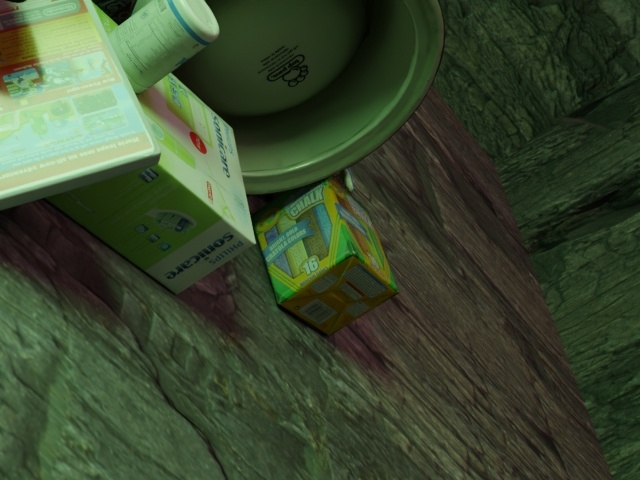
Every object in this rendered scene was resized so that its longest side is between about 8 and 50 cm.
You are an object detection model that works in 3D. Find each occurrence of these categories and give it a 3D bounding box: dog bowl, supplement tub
[{"bbox_3d":[-0.060,-0.249,1.483,0.408,0.408,0.150,36,24,-49],"label":"dog bowl"},{"bbox_3d":[-0.164,-0.208,1.208,0.071,0.107,0.071,49,20,-24],"label":"supplement tub"}]

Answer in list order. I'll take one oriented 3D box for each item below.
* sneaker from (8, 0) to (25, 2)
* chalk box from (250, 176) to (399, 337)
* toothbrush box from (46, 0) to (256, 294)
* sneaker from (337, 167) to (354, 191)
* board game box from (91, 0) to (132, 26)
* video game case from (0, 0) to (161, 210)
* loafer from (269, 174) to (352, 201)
[{"bbox_3d":[-0.361,-0.298,0.950,0.140,0.125,0.341,38,11,35],"label":"sneaker"},{"bbox_3d":[0.000,0.000,1.648,0.132,0.132,0.213,38,25,-47],"label":"chalk box"},{"bbox_3d":[-0.213,-0.107,1.287,0.283,0.122,0.206,43,22,-40],"label":"toothbrush box"},{"bbox_3d":[-0.002,-0.146,1.988,0.211,0.080,0.081,33,26,-49],"label":"sneaker"},{"bbox_3d":[-0.233,-0.327,1.506,0.194,0.194,0.060,26,40,-58],"label":"board game box"},{"bbox_3d":[-0.295,-0.165,1.094,0.285,0.204,0.025,63,-24,20],"label":"video game case"},{"bbox_3d":[-0.045,-0.099,1.764,0.268,0.092,0.102,49,23,-34],"label":"loafer"}]
